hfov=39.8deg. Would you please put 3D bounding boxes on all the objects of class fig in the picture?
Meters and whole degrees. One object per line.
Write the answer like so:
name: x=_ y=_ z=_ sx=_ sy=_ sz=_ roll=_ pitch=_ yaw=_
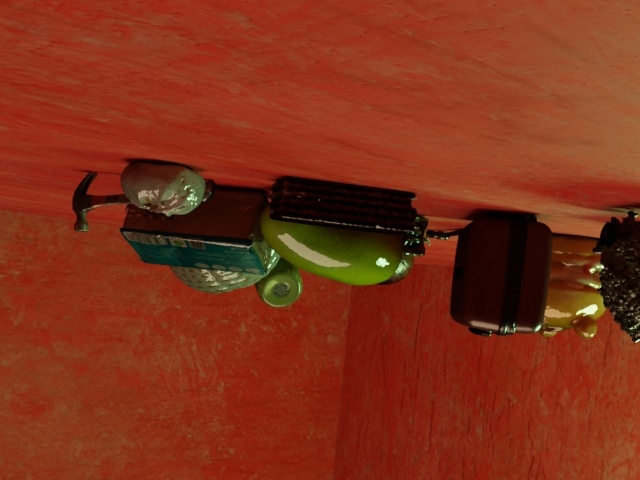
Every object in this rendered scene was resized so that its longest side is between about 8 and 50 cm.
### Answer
fig: x=0.160 y=0.041 z=2.258 sx=0.148 sy=0.149 sz=0.202 roll=-14 pitch=180 yaw=17

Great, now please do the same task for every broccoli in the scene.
broccoli: x=0.566 y=0.028 z=1.399 sx=0.243 sy=0.263 sz=0.247 roll=-18 pitch=-143 yaw=-13

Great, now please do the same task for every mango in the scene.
mango: x=0.023 y=-0.004 z=1.712 sx=0.343 sy=0.156 sz=0.192 roll=16 pitch=161 yaw=-42

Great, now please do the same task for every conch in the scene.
conch: x=-0.216 y=0.010 z=2.002 sx=0.303 sy=0.215 sz=0.319 roll=-5 pitch=176 yaw=10

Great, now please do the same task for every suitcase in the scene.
suitcase: x=0.350 y=0.072 z=1.744 sx=0.161 sy=0.236 sz=0.297 roll=6 pitch=176 yaw=3

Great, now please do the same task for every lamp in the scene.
lamp: x=0.079 y=-0.018 z=1.950 sx=0.325 sy=0.090 sz=0.089 roll=2 pitch=174 yaw=42

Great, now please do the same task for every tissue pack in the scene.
tissue pack: x=-0.234 y=-0.027 z=1.756 sx=0.271 sy=0.134 sz=0.192 roll=6 pitch=161 yaw=8

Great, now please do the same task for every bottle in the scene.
bottle: x=-0.118 y=0.061 z=2.186 sx=0.112 sy=0.112 sz=0.260 roll=7 pitch=-156 yaw=-15

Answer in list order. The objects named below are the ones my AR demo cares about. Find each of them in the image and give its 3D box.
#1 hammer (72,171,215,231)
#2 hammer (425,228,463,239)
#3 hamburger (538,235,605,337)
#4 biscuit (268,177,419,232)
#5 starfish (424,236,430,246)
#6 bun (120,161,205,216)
hammer: x=-0.331 y=-0.080 z=1.644 sx=0.287 sy=0.111 sz=0.033 roll=-4 pitch=178 yaw=15
hammer: x=0.316 y=-0.016 z=2.159 sx=0.065 sy=0.021 sz=0.178 roll=8 pitch=176 yaw=-15
hamburger: x=0.548 y=0.107 z=2.072 sx=0.276 sy=0.237 sz=0.276 roll=5 pitch=174 yaw=0
biscuit: x=0.042 y=-0.056 z=1.505 sx=0.252 sy=0.070 sz=0.106 roll=7 pitch=177 yaw=-12
starfish: x=0.270 y=0.000 z=2.473 sx=0.091 sy=0.028 sz=0.078 roll=4 pitch=-176 yaw=-25
bun: x=-0.262 y=-0.083 z=1.460 sx=0.141 sy=0.083 sz=0.141 roll=9 pitch=177 yaw=0
